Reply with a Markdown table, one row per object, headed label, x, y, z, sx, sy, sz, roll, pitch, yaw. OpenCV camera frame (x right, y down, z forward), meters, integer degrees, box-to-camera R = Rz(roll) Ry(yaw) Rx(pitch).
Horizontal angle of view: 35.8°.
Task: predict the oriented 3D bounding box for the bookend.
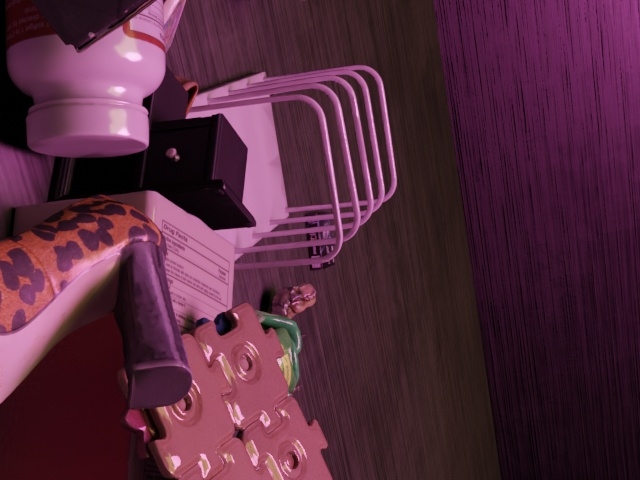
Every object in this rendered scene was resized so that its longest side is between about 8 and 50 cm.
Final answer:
| label | x | y | z | sx | sy | sz | roll | pitch | yaw |
| --- | --- | --- | --- | --- | --- | --- | --- | --- | --- |
| bookend | -0.133 | -0.089 | 0.843 | 0.072 | 0.157 | 0.156 | 54 | 36 | -60 |

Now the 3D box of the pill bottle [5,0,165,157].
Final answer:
| label | x | y | z | sx | sy | sz | roll | pitch | yaw |
| --- | --- | --- | --- | --- | --- | --- | --- | --- | --- |
| pill bottle | -0.182 | -0.178 | 0.768 | 0.121 | 0.121 | 0.216 | 16 | 71 | -71 |

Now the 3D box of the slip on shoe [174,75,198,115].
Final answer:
| label | x | y | z | sx | sy | sz | roll | pitch | yaw |
| --- | --- | --- | --- | --- | --- | --- | --- | --- | --- |
| slip on shoe | -0.153 | -0.112 | 0.961 | 0.135 | 0.041 | 0.051 | -76 | 168 | -47 |

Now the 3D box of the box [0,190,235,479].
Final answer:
| label | x | y | z | sx | sy | sz | roll | pitch | yaw |
| --- | --- | --- | --- | --- | --- | --- | --- | --- | --- |
| box | -0.156 | 0.096 | 0.770 | 0.148 | 0.126 | 0.232 | 41 | 47 | -63 |

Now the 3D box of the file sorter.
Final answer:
| label | x | y | z | sx | sy | sz | roll | pitch | yaw |
| --- | --- | --- | --- | --- | --- | --- | --- | --- | --- |
| file sorter | -0.031 | -0.092 | 1.141 | 0.277 | 0.173 | 0.193 | -45 | 127 | -67 |

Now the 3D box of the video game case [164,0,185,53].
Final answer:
| label | x | y | z | sx | sy | sz | roll | pitch | yaw |
| --- | --- | --- | --- | --- | --- | --- | --- | --- | --- |
| video game case | -0.156 | -0.192 | 0.956 | 0.122 | 0.011 | 0.087 | -74 | -170 | -48 |

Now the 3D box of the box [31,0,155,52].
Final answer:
| label | x | y | z | sx | sy | sz | roll | pitch | yaw |
| --- | --- | --- | --- | --- | --- | --- | --- | --- | --- |
| box | -0.186 | -0.354 | 0.624 | 0.395 | 0.097 | 0.318 | 52 | 29 | -21 |

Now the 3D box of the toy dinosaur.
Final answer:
| label | x | y | z | sx | sy | sz | roll | pitch | yaw |
| --- | --- | --- | --- | --- | --- | --- | --- | --- | --- |
| toy dinosaur | -0.057 | 0.163 | 1.191 | 0.268 | 0.064 | 0.118 | -66 | 140 | -53 |

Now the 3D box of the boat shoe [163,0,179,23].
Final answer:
| label | x | y | z | sx | sy | sz | roll | pitch | yaw |
| --- | --- | --- | --- | --- | --- | --- | --- | --- | --- |
| boat shoe | -0.162 | -0.338 | 0.892 | 0.113 | 0.127 | 0.340 | 25 | 74 | -41 |

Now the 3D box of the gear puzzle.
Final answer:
| label | x | y | z | sx | sy | sz | roll | pitch | yaw |
| --- | --- | --- | --- | --- | --- | --- | --- | --- | --- |
| gear puzzle | -0.034 | 0.218 | 0.705 | 0.175 | 0.044 | 0.339 | -27 | 93 | -60 |

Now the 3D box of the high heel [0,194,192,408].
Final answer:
| label | x | y | z | sx | sy | sz | roll | pitch | yaw |
| --- | --- | --- | --- | --- | --- | --- | --- | --- | --- |
| high heel | -0.216 | 0.022 | 0.604 | 0.093 | 0.261 | 0.186 | -66 | -150 | 29 |

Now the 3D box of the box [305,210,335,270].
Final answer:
| label | x | y | z | sx | sy | sz | roll | pitch | yaw |
| --- | --- | --- | --- | --- | --- | --- | --- | --- | --- |
| box | 0.000 | 0.000 | 1.468 | 0.067 | 0.018 | 0.083 | -12 | 97 | -72 |

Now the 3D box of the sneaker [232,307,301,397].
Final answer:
| label | x | y | z | sx | sy | sz | roll | pitch | yaw |
| --- | --- | --- | --- | --- | --- | --- | --- | --- | --- |
| sneaker | -0.088 | 0.119 | 0.965 | 0.295 | 0.123 | 0.109 | -49 | 129 | -73 |
